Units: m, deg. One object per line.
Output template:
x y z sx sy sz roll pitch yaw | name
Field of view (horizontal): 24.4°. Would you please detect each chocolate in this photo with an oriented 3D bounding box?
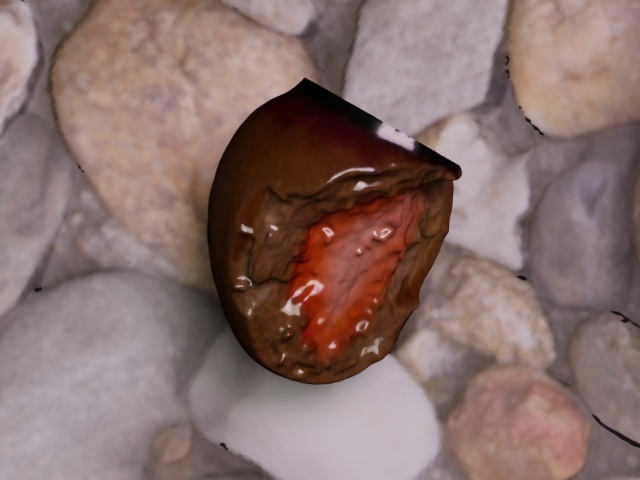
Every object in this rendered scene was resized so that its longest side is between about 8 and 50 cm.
0.000 0.000 0.709 0.124 0.127 0.133 32 92 -12 | chocolate
